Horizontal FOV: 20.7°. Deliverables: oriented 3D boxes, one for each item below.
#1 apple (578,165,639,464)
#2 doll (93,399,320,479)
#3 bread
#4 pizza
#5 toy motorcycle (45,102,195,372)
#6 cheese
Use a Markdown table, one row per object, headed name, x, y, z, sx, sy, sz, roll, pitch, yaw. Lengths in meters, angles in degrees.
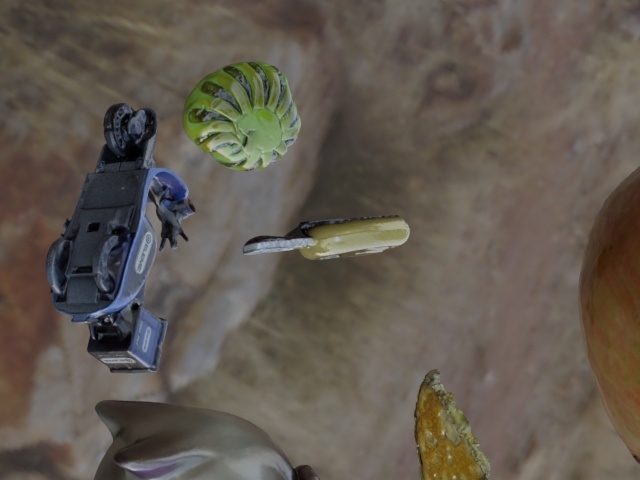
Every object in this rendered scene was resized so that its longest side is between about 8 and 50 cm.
| name | x | y | z | sx | sy | sz | roll | pitch | yaw |
| --- | --- | --- | --- | --- | --- | --- | --- | --- | --- |
| apple | 0.431 | 0.066 | 1.651 | 0.391 | 0.346 | 0.391 | -13 | 137 | -12 |
| doll | -0.080 | 0.319 | 1.574 | 0.215 | 0.226 | 0.370 | -119 | -161 | -74 |
| bread | -0.084 | -0.135 | 1.962 | 0.130 | 0.071 | 0.139 | -35 | 132 | -7 |
| pizza | 0.112 | 0.173 | 1.419 | 0.026 | 0.108 | 0.123 | -15 | 119 | -25 |
| toy motorcycle | -0.267 | -0.012 | 2.434 | 0.212 | 0.125 | 0.358 | 46 | 49 | -51 |
| cheese | 0.000 | -0.001 | 1.626 | 0.162 | 0.086 | 0.036 | -4 | 87 | -37 |
